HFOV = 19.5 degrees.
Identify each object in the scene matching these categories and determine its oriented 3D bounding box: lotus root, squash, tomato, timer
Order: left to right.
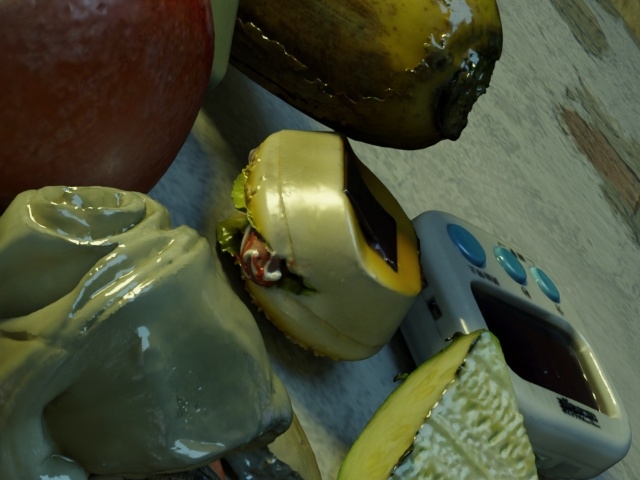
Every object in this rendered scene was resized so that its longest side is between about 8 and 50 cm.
[{"bbox_3d":[-0.185,-0.126,1.096,0.265,0.265,0.265,42,26,-26],"label":"tomato"},{"bbox_3d":[-0.013,-0.217,1.554,0.397,0.196,0.179,35,-3,28],"label":"lotus root"},{"bbox_3d":[0.161,0.097,1.645,0.262,0.087,0.237,25,36,-48],"label":"timer"},{"bbox_3d":[0.139,0.237,1.369,0.289,0.111,0.203,44,58,-13],"label":"squash"}]

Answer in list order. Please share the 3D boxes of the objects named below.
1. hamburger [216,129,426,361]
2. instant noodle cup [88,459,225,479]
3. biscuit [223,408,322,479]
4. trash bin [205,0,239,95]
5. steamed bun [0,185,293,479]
[{"bbox_3d":[0.000,0.000,1.456,0.173,0.116,0.210,50,18,-24],"label":"hamburger"},{"bbox_3d":[-0.106,0.141,1.061,0.127,0.127,0.135,42,18,-25],"label":"instant noodle cup"},{"bbox_3d":[-0.096,0.071,1.257,0.290,0.038,0.141,39,27,-30],"label":"biscuit"},{"bbox_3d":[-0.181,-0.206,1.384,0.240,0.122,0.164,46,25,-23],"label":"trash bin"},{"bbox_3d":[-0.137,0.040,0.960,0.211,0.144,0.218,-12,25,-42],"label":"steamed bun"}]
